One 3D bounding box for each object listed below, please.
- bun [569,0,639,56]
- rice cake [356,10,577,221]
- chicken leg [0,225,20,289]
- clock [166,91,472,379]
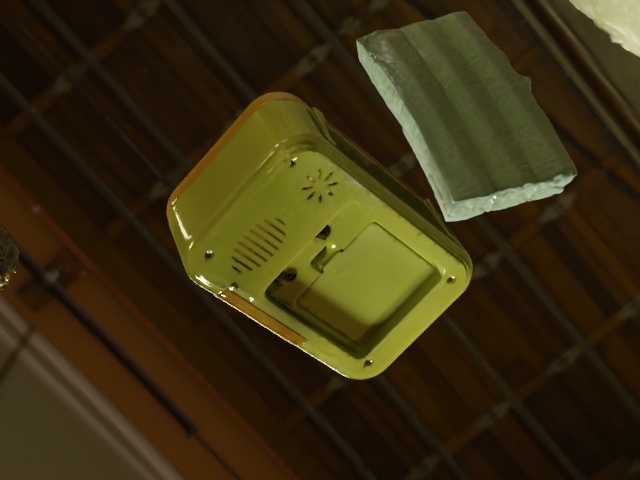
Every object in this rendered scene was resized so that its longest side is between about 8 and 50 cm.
[{"bbox_3d":[0.200,-0.193,0.441,0.259,0.259,0.160,53,160,16],"label":"bun"},{"bbox_3d":[0.124,-0.118,0.964,0.043,0.127,0.237,94,157,-49],"label":"rice cake"},{"bbox_3d":[-0.393,0.009,1.120,0.196,0.080,0.125,-10,-101,-64],"label":"chicken leg"},{"bbox_3d":[0.000,0.000,0.813,0.202,0.143,0.096,36,-164,-33],"label":"clock"}]
